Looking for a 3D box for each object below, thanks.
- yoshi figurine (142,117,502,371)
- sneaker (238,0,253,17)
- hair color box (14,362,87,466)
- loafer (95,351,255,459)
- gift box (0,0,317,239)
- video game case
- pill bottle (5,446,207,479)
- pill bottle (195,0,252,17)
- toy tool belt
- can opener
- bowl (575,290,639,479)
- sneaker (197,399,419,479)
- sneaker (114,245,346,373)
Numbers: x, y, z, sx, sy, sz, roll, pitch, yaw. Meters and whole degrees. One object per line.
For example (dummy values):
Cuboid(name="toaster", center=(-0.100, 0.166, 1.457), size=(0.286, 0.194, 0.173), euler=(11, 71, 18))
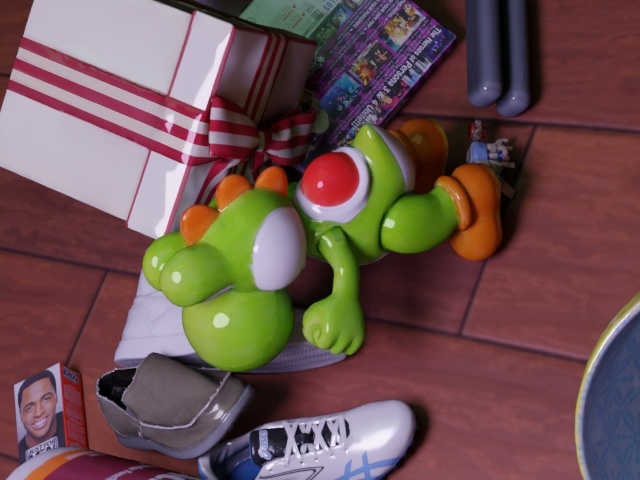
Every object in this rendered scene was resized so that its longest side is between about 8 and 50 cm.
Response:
Cuboid(name="yoshi figurine", center=(-0.006, 0.017, 1.425), size=(0.203, 0.362, 0.203), euler=(-26, 84, 63))
Cuboid(name="sneaker", center=(-0.089, -0.177, 1.690), size=(0.108, 0.100, 0.271), euler=(33, 84, 35))
Cuboid(name="hair color box", center=(-0.309, 0.220, 1.641), size=(0.072, 0.043, 0.141), euler=(-27, 52, 19))
Cuboid(name="loafer", center=(-0.164, 0.169, 1.492), size=(0.251, 0.087, 0.094), euler=(-15, 32, 51))
Cuboid(name="gift box", center=(-0.159, -0.122, 1.502), size=(0.258, 0.255, 0.276), euler=(22, 106, 19))
Cuboid(name="video game case", center=(0.002, -0.206, 1.622), size=(0.210, 0.042, 0.232), euler=(41, 90, 11))
Cuboid(name="pill bottle", center=(-0.123, 0.336, 1.340), size=(0.392, 0.224, 0.224), euler=(8, 69, 35))
Cuboid(name="pill bottle", center=(-0.090, -0.393, 1.794), size=(0.121, 0.121, 0.221), euler=(-9, 60, 29))
Cuboid(name="toy tool belt", center=(0.180, -0.083, 1.503), size=(0.051, 0.052, 0.083), euler=(7, 66, -6))
Cuboid(name="can opener", center=(0.188, -0.256, 1.586), size=(0.093, 0.074, 0.280), euler=(-47, 36, 49))
Cuboid(name="bowl", center=(0.353, 0.130, 1.176), size=(0.289, 0.289, 0.156), euler=(-31, 9, 15))
Cuboid(name="sneaker", center=(-0.015, 0.212, 1.431), size=(0.237, 0.086, 0.085), euler=(-21, 54, 20))
Cuboid(name="sneaker", center=(-0.093, 0.055, 1.554), size=(0.292, 0.108, 0.169), euler=(-4, 66, 32))
